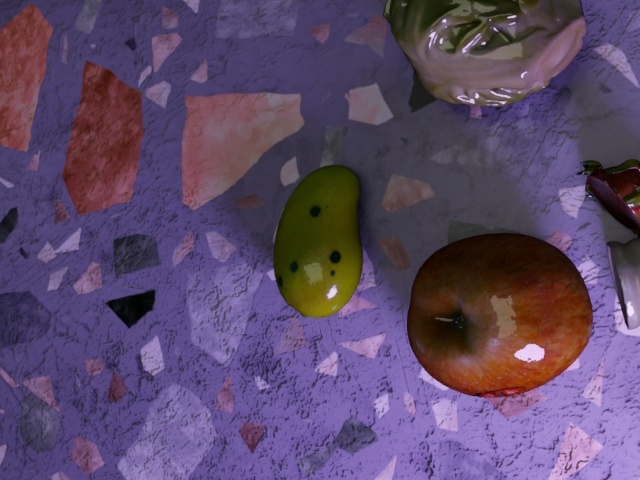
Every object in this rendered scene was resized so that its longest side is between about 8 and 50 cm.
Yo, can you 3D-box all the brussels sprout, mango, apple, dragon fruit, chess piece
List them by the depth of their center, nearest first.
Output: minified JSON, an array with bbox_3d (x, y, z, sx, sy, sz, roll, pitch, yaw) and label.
[{"bbox_3d":[0.593,0.045,1.181,0.251,0.144,0.145,-14,84,17],"label":"chess piece"},{"bbox_3d":[0.509,-0.073,1.229,0.174,0.138,0.142,-15,125,-7],"label":"dragon fruit"},{"bbox_3d":[0.279,0.122,1.242,0.309,0.250,0.278,-35,78,21],"label":"apple"},{"bbox_3d":[0.264,-0.373,1.258,0.327,0.247,0.328,-1,89,26],"label":"brussels sprout"},{"bbox_3d":[0.000,0.000,1.420,0.175,0.143,0.293,6,82,21],"label":"mango"}]
